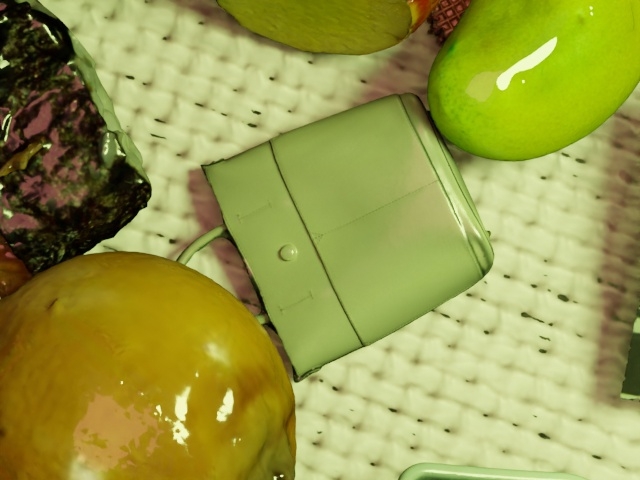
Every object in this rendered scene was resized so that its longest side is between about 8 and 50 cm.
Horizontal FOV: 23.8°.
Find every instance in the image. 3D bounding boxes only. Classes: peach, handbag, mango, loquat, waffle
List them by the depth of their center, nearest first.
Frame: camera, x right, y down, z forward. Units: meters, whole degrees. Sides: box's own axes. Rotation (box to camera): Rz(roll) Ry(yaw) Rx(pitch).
[{"bbox_3d":[-0.175,0.171,1.358,0.329,0.328,0.328,1,82,-4],"label":"loquat"},{"bbox_3d":[0.009,-0.310,1.459,0.249,0.275,0.245,-6,86,-11],"label":"peach"},{"bbox_3d":[0.223,-0.182,1.511,0.185,0.149,0.273,46,72,-27],"label":"mango"},{"bbox_3d":[0.000,0.000,1.526,0.315,0.109,0.241,-26,84,6],"label":"handbag"},{"bbox_3d":[0.150,-0.237,1.581,0.075,0.029,0.083,22,84,1],"label":"waffle"}]

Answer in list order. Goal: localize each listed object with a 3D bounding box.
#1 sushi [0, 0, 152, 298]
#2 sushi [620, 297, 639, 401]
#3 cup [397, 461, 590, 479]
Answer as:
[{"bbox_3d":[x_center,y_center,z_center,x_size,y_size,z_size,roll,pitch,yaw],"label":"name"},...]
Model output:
[{"bbox_3d":[-0.313,-0.127,1.433,0.207,0.234,0.348,-35,82,-7],"label":"sushi"},{"bbox_3d":[0.499,0.021,1.482,0.359,0.064,0.343,9,99,-12],"label":"sushi"},{"bbox_3d":[0.129,0.403,1.392,0.392,0.401,0.310,24,114,4],"label":"cup"}]
